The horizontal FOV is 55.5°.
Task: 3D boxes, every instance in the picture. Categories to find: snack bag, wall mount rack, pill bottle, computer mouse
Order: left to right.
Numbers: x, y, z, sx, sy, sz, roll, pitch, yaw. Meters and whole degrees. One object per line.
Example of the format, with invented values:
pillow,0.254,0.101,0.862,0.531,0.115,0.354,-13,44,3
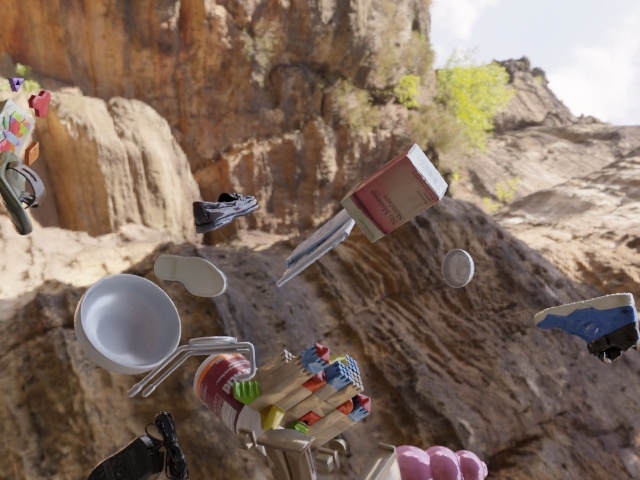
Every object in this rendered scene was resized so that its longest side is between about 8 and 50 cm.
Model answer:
computer mouse,-0.439,0.556,1.461,0.188,0.272,0.072,59,2,36
wall mount rack,-0.320,0.325,1.560,0.350,0.305,0.130,111,-25,-74
pill bottle,-0.252,0.567,2.137,0.392,0.224,0.223,28,-53,40
snack bag,0.000,0.000,1.985,0.323,0.342,0.037,-37,-81,26

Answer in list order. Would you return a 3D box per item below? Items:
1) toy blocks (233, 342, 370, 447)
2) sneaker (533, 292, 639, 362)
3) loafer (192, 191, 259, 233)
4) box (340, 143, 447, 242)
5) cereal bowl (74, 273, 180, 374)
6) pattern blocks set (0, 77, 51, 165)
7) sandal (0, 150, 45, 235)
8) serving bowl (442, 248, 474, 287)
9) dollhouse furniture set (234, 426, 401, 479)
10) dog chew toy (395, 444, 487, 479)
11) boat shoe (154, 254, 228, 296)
toy blocks,-0.007,0.400,1.631,0.261,0.381,0.190,-37,-146,16
sneaker,0.360,0.127,0.826,0.152,0.058,0.084,-27,-114,52
loafer,-0.278,-0.105,1.811,0.109,0.302,0.095,-12,-78,26
box,0.196,-0.125,1.625,0.232,0.127,0.148,-34,-82,30
cereal bowl,-0.635,0.283,1.967,0.141,0.339,0.338,-38,-117,36
pattern blocks set,-0.850,-0.282,1.653,0.285,0.026,0.324,15,92,-80
sandal,-0.649,-0.123,1.322,0.302,0.086,0.120,-127,-154,-49
serving bowl,0.298,0.060,1.299,0.083,0.027,0.083,-7,-99,56
dollhouse furniture set,0.004,0.584,1.500,0.356,0.174,0.302,1,-68,35
dog chew toy,0.361,0.747,1.928,0.206,0.332,0.206,174,-90,-87
boat shoe,-0.400,0.111,1.964,0.320,0.099,0.116,12,-94,36
